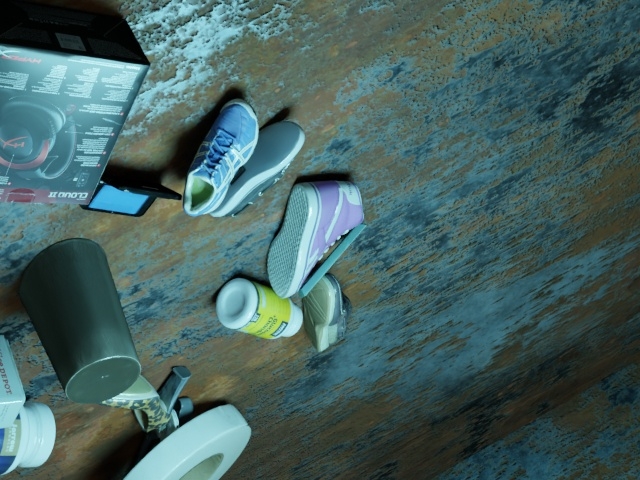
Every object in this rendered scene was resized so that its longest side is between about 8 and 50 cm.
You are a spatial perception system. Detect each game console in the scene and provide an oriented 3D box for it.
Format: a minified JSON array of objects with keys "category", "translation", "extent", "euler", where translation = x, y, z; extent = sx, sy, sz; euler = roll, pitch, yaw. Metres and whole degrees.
[{"category":"game console","translation":[-0.306,-0.063,1.532],"extent":[0.122,0.107,0.071],"euler":[7,103,-45]}]

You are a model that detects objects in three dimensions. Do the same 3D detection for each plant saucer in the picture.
[{"category":"plant saucer","translation":[0.021,0.038,1.893],"extent":[0.192,0.018,0.067],"euler":[-50,-178,-12]}]

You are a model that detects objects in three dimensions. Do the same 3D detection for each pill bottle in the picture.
[{"category":"pill bottle","translation":[-0.119,0.144,1.920],"extent":[0.103,0.103,0.184],"euler":[-43,145,18]},{"category":"pill bottle","translation":[-0.638,0.358,1.745],"extent":[0.265,0.153,0.153],"euler":[13,127,-48]}]

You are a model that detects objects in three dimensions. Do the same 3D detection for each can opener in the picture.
[{"category":"can opener","translation":[-0.363,0.472,2.184],"extent":[0.093,0.074,0.280],"euler":[-3,138,-36]}]

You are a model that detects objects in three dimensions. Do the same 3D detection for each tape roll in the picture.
[{"category":"tape roll","translation":[-0.327,0.543,2.204],"extent":[0.392,0.072,0.392],"euler":[-38,160,-16]}]

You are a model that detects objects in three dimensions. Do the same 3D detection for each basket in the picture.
[{"category":"basket","translation":[-0.400,0.148,1.589],"extent":[0.154,0.227,0.204],"euler":[-6,140,-33]}]

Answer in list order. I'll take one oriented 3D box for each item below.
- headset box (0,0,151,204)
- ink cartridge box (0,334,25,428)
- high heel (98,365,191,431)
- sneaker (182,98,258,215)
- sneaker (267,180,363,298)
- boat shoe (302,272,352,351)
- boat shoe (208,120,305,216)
[{"category":"headset box","translation":[-0.393,-0.168,1.283],"extent":[0.218,0.110,0.293],"euler":[0,136,-38]},{"category":"ink cartridge box","translation":[-0.630,0.247,1.604],"extent":[0.208,0.153,0.087],"euler":[1,136,-38]},{"category":"high heel","translation":[-0.404,0.357,1.977],"extent":[0.261,0.093,0.186],"euler":[-2,131,-50]},{"category":"sneaker","translation":[-0.161,-0.126,1.511],"extent":[0.081,0.080,0.211],"euler":[-63,178,-71]},{"category":"sneaker","translation":[0.001,0.001,1.833],"extent":[0.161,0.102,0.282],"euler":[-10,142,-34]},{"category":"boat shoe","translation":[0.021,0.145,2.043],"extent":[0.092,0.103,0.285],"euler":[-25,151,-18]},{"category":"boat shoe","translation":[-0.102,-0.115,1.618],"extent":[0.228,0.080,0.076],"euler":[-43,151,20]}]
